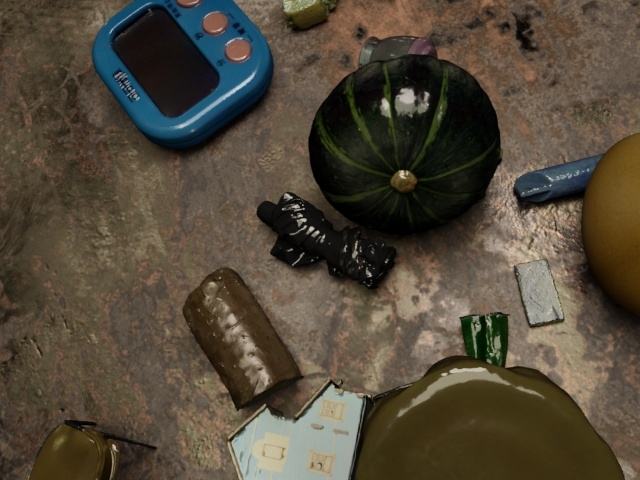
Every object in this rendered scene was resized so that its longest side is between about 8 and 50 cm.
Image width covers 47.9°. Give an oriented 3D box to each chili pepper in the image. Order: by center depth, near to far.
[{"bbox_3d":[0.284,0.235,1.207,0.088,0.059,0.226,0,75,-5],"label":"chili pepper"}]

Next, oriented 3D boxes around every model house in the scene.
[{"bbox_3d":[-0.038,0.348,1.154,0.207,0.178,0.270,9,76,11],"label":"model house"}]

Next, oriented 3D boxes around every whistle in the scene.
[{"bbox_3d":[0.500,-0.126,1.286,0.305,0.062,0.062,-14,70,5],"label":"whistle"}]

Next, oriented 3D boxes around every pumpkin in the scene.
[{"bbox_3d":[0.142,-0.159,1.221,0.324,0.323,0.241,0,46,9],"label":"pumpkin"}]

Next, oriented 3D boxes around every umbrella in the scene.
[{"bbox_3d":[0.001,0.001,1.303,0.273,0.122,0.110,25,45,20],"label":"umbrella"}]

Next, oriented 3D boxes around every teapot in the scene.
[{"bbox_3d":[0.143,-0.331,1.402,0.146,0.148,0.116,22,40,27],"label":"teapot"}]

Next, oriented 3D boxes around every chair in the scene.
[{"bbox_3d":[-0.383,0.381,1.163,0.173,0.247,0.158,14,74,14],"label":"chair"}]

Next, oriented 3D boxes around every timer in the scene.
[{"bbox_3d":[-0.278,-0.362,1.461,0.309,0.115,0.340,-37,70,-5],"label":"timer"}]

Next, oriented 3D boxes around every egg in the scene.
[{"bbox_3d":[0.545,-0.023,1.145,0.250,0.250,0.322,-11,69,6],"label":"egg"}]

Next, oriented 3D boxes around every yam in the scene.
[{"bbox_3d":[-0.143,0.173,1.254,0.128,0.129,0.238,-34,71,-4],"label":"yam"}]

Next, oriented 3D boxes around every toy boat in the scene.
[{"bbox_3d":[0.381,0.091,1.258,0.064,0.016,0.114,-11,70,6],"label":"toy boat"}]

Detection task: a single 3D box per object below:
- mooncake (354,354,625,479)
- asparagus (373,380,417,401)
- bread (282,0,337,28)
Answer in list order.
[{"bbox_3d":[0.235,0.356,1.074,0.379,0.201,0.378,0,87,8],"label":"mooncake"},{"bbox_3d":[0.167,0.247,1.242,0.166,0.016,0.013,-20,28,3],"label":"asparagus"},{"bbox_3d":[-0.020,-0.518,1.477,0.111,0.103,0.156,-2,78,14],"label":"bread"}]
